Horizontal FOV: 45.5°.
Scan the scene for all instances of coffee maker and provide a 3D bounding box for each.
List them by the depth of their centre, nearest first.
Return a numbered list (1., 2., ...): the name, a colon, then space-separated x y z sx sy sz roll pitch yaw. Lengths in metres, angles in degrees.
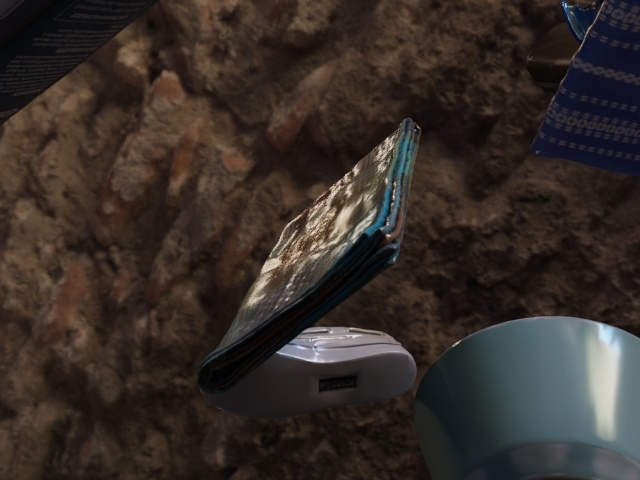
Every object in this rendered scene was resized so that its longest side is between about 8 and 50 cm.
1. coffee maker: 0.403 -0.283 1.158 0.120 0.171 0.178 -25 -160 -7

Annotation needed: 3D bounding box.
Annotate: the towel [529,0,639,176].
1. towel: 0.286 -0.139 0.382 0.336 0.243 0.040 108 -7 -46

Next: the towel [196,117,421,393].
1. towel: 0.000 0.000 0.879 0.271 0.040 0.370 -40 -167 25

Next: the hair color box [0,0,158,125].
1. hair color box: -0.231 -0.164 0.452 0.347 0.174 0.105 -30 -175 22

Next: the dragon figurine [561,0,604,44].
1. dragon figurine: 0.371 -0.287 0.986 0.144 0.085 0.289 -39 -127 32

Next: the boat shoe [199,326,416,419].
1. boat shoe: -0.019 0.148 0.932 0.088 0.267 0.096 -126 -145 -62

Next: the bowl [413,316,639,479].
1. bowl: 0.253 0.252 0.822 0.311 0.311 0.163 -50 -167 31
